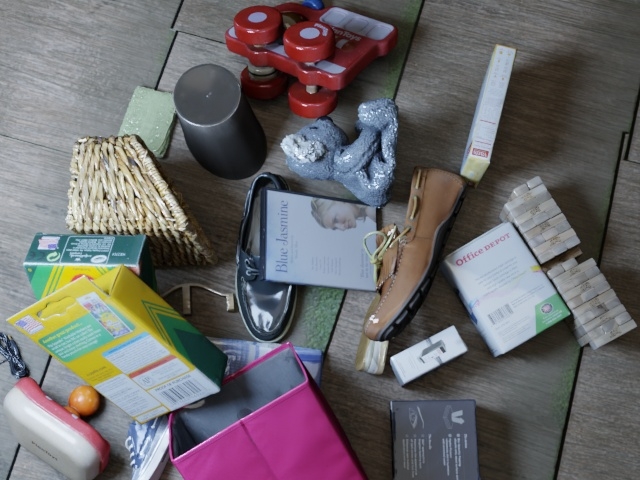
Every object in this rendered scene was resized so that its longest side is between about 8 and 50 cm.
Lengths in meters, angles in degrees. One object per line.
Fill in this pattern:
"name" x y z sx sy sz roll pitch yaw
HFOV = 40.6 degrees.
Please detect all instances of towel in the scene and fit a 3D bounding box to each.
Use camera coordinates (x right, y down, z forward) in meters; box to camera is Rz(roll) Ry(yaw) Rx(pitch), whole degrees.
"towel" -0.139 0.291 1.636 0.285 0.034 0.209 8 77 -8
"towel" -0.358 -0.247 1.807 0.110 0.027 0.148 13 78 7

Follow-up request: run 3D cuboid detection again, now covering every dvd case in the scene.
"dvd case" 0.000 0.000 1.670 0.253 0.022 0.180 7 75 -27

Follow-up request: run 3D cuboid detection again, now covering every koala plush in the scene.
"koala plush" 0.034 -0.168 1.691 0.221 0.196 0.203 2 86 -1

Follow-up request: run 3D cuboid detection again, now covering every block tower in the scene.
"block tower" 0.465 0.048 1.665 0.091 0.097 0.335 -28 75 -4

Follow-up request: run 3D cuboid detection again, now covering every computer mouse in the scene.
"computer mouse" -0.678 0.262 1.690 0.193 0.042 0.106 -29 78 -4

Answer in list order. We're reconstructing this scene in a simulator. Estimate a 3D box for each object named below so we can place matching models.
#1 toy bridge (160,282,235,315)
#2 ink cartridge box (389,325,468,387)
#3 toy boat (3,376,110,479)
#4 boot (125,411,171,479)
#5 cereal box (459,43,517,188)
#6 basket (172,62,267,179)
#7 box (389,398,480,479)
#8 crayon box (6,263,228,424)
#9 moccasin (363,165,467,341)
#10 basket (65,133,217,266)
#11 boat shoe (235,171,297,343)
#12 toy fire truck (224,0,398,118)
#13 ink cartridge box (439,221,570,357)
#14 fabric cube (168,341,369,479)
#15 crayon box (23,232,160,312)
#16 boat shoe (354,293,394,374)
"toy bridge" -0.264 0.118 1.714 0.188 0.026 0.063 -5 74 2
"ink cartridge box" 0.202 0.220 1.630 0.135 0.099 0.056 -27 76 -5
"toy boat" -0.478 0.334 1.631 0.231 0.151 0.151 32 50 9
"boot" -0.336 0.404 1.633 0.086 0.069 0.190 23 69 13
"cereal box" 0.326 -0.239 1.699 0.047 0.173 0.240 14 78 5
"basket" -0.203 -0.240 1.695 0.154 0.227 0.204 -40 79 -7
"box" 0.209 0.375 1.595 0.158 0.093 0.156 -1 76 3
"crayon box" -0.341 0.170 1.485 0.203 0.323 0.083 -26 33 28
"moccasin" 0.158 0.016 1.639 0.147 0.139 0.380 21 69 8
"basket" -0.316 -0.082 1.625 0.223 0.299 0.213 -1 74 6
"boat shoe" -0.104 0.026 1.684 0.127 0.113 0.340 5 77 4
"toy fire truck" -0.026 -0.402 1.761 0.302 0.169 0.254 25 51 27
"ink cartridge box" 0.348 0.094 1.658 0.154 0.093 0.212 -30 78 -5
"fabric cube" -0.085 0.371 1.488 0.259 0.254 0.258 -30 102 -4
"crayon box" -0.393 0.126 1.574 0.202 0.318 0.081 1 46 4
"boat shoe" 0.115 0.179 1.669 0.059 0.063 0.170 24 69 -15
